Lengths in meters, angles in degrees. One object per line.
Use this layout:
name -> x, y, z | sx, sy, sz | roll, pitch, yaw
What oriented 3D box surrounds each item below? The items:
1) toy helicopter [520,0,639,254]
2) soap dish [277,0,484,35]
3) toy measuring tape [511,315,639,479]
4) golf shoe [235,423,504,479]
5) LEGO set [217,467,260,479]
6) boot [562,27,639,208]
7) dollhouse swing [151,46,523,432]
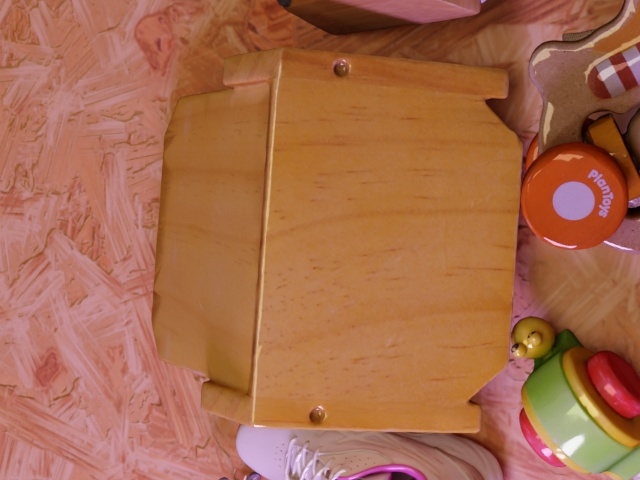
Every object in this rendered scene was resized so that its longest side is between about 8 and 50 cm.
toy helicopter -> 0.283, -0.159, 0.941 | 0.235, 0.140, 0.355 | 3, 107, 11
soap dish -> 0.048, -0.345, 1.117 | 0.229, 0.118, 0.290 | 6, 101, 56
toy measuring tape -> 0.281, 0.208, 1.107 | 0.121, 0.121, 0.330 | -42, 77, 25
golf shoe -> 0.030, 0.233, 1.231 | 0.306, 0.140, 0.115 | 8, 101, 28
LEGO set -> -0.006, 0.350, 1.267 | 0.287, 0.132, 0.107 | 31, 117, 45
boot -> 0.341, -0.105, 1.052 | 0.262, 0.095, 0.203 | -1, 94, 31
dollhouse swing -> 0.000, 0.000, 1.241 | 0.315, 0.305, 0.346 | 4, 90, -12
